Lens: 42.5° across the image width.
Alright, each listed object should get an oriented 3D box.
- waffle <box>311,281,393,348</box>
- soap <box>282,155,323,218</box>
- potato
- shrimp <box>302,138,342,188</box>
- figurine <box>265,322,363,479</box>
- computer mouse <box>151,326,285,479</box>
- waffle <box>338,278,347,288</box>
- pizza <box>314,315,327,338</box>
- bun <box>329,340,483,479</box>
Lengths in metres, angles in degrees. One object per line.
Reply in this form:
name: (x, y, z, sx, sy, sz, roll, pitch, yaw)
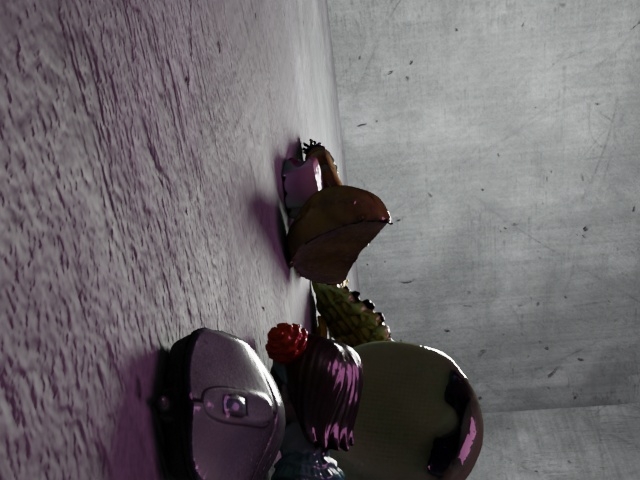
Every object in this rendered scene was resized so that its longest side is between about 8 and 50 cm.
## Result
waffle: (0.071, 0.172, 1.619, 0.214, 0.054, 0.208, 28, -34, 40)
soap: (-0.027, -0.090, 1.375, 0.149, 0.056, 0.100, -71, 153, -79)
potato: (0.006, -0.012, 1.299, 0.243, 0.138, 0.098, 123, -43, -57)
shrimp: (0.032, -0.095, 1.589, 0.222, 0.054, 0.290, 58, 3, -25)
figurine: (-0.014, 0.226, 0.966, 0.138, 0.110, 0.246, 36, 54, -60)
computer mouse: (-0.066, 0.133, 0.634, 0.229, 0.068, 0.113, 70, 15, -72)
waffle: (0.040, 0.109, 1.979, 0.245, 0.052, 0.254, 81, 7, -50)
pizza: (0.001, 0.215, 1.574, 0.109, 0.026, 0.123, 93, -7, -55)
bun: (0.110, 0.311, 1.313, 0.293, 0.293, 0.187, -90, 179, -46)
